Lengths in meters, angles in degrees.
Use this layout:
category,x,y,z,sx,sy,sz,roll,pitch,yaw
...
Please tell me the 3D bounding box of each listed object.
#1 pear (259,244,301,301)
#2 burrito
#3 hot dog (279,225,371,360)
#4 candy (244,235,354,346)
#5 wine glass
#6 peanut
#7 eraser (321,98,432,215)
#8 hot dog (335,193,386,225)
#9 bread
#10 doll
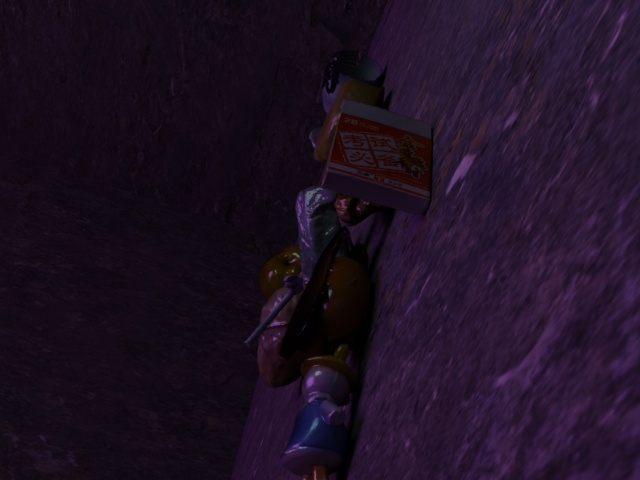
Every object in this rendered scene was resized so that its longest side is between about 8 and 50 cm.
category,x,y,z,sx,sy,sz,roll,pitch,yaw
pear,-0.088,0.118,2.179,0.200,0.200,0.199,-162,90,-85
burrito,0.000,0.000,1.518,0.144,0.089,0.228,-20,79,46
hot dog,0.038,0.100,1.279,0.194,0.107,0.326,-53,9,47
candy,-0.052,0.100,1.599,0.365,0.124,0.124,-48,-9,-32
wine glass,0.081,-0.453,2.408,0.190,0.191,0.356,-77,2,-46
peanut,-0.073,0.230,1.762,0.340,0.159,0.174,108,148,-57
eraser,0.094,-0.136,1.139,0.230,0.157,0.038,-78,5,-52
hot dog,0.088,-0.091,1.425,0.109,0.072,0.269,-28,9,14
bread,0.086,-0.315,2.016,0.270,0.148,0.269,-159,90,-83
doll,0.002,0.261,1.085,0.135,0.099,0.241,80,-160,-47
